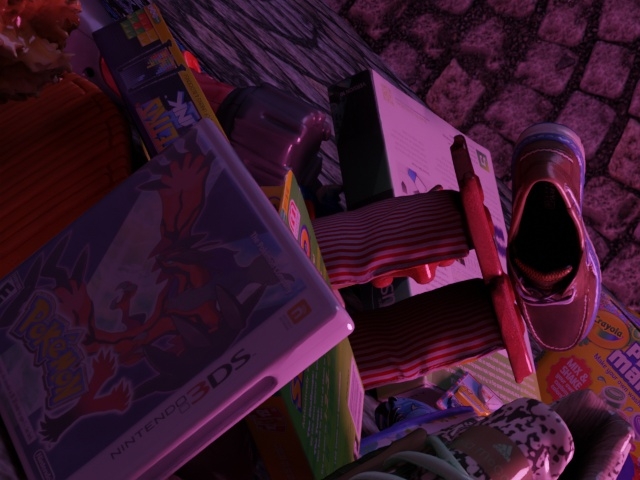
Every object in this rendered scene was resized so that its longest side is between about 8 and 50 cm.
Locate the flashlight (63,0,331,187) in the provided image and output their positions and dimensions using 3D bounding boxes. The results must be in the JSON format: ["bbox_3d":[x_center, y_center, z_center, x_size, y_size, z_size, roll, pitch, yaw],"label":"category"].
[{"bbox_3d":[-0.141,-0.137,1.619,0.304,0.103,0.103,26,33,16],"label":"flashlight"}]

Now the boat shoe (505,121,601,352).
[{"bbox_3d":[0.154,0.011,1.360,0.066,0.066,0.183,-70,154,-52],"label":"boat shoe"}]

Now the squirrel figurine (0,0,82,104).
[{"bbox_3d":[-0.300,-0.217,1.259,0.370,0.281,0.397,37,25,-54],"label":"squirrel figurine"}]

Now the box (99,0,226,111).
[{"bbox_3d":[-0.245,-0.232,1.924,0.295,0.073,0.293,49,12,36],"label":"box"}]

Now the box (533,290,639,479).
[{"bbox_3d":[0.368,0.236,1.972,0.279,0.177,0.290,30,17,-50],"label":"box"}]

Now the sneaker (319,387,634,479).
[{"bbox_3d":[0.047,0.149,1.039,0.158,0.182,0.410,42,23,18],"label":"sneaker"}]

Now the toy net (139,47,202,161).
[{"bbox_3d":[-0.114,-0.102,1.866,0.232,0.045,0.122,41,34,-66],"label":"toy net"}]

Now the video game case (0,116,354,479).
[{"bbox_3d":[-0.094,0.042,1.042,0.023,0.183,0.201,49,3,-39],"label":"video game case"}]

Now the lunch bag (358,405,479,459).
[{"bbox_3d":[0.067,0.190,1.288,0.151,0.096,0.129,-7,44,-41],"label":"lunch bag"}]

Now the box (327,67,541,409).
[{"bbox_3d":[0.109,0.024,1.834,0.232,0.058,0.322,29,44,-51],"label":"box"}]

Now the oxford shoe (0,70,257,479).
[{"bbox_3d":[-0.139,0.022,1.222,0.133,0.130,0.364,60,-1,-43],"label":"oxford shoe"}]

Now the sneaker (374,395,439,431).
[{"bbox_3d":[0.069,0.159,1.567,0.073,0.063,0.162,26,2,14],"label":"sneaker"}]

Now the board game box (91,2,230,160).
[{"bbox_3d":[-0.076,-0.041,1.220,0.170,0.048,0.141,61,-4,40],"label":"board game box"}]

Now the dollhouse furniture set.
[{"bbox_3d":[0.024,0.003,1.461,0.374,0.201,0.152,-95,168,-74],"label":"dollhouse furniture set"}]

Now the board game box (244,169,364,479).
[{"bbox_3d":[-0.012,0.078,1.151,0.259,0.039,0.124,77,17,-56],"label":"board game box"}]

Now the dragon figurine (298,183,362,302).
[{"bbox_3d":[0.000,0.000,1.835,0.289,0.085,0.144,31,14,-51],"label":"dragon figurine"}]

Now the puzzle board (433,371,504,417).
[{"bbox_3d":[0.159,0.168,1.678,0.128,0.011,0.096,44,24,6],"label":"puzzle board"}]

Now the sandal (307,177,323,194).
[{"bbox_3d":[-0.007,-0.018,2.045,0.179,0.040,0.067,61,21,17],"label":"sandal"}]
